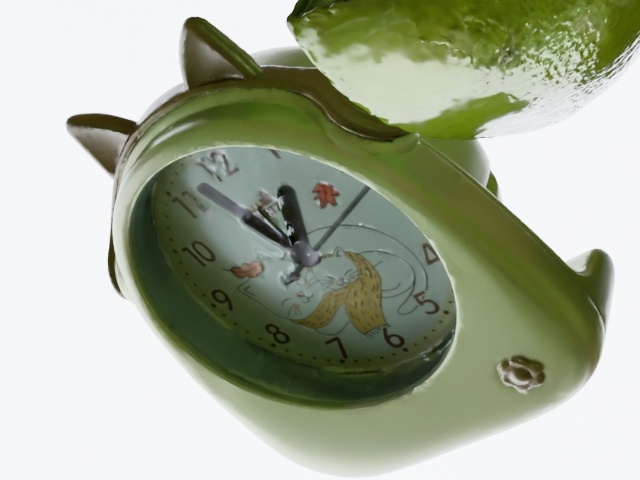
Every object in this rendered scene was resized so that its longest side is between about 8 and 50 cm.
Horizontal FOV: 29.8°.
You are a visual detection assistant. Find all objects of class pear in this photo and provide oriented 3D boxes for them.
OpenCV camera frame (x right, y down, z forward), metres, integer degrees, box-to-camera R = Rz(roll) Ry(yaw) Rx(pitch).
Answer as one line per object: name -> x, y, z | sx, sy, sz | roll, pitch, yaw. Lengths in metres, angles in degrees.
pear -> 0.141, -0.164, 0.634 | 0.139, 0.239, 0.288 | 10, -111, 38

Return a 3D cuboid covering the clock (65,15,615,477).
clock -> 0.000, 0.000, 0.814 | 0.348, 0.286, 0.117 | 46, -138, -18
